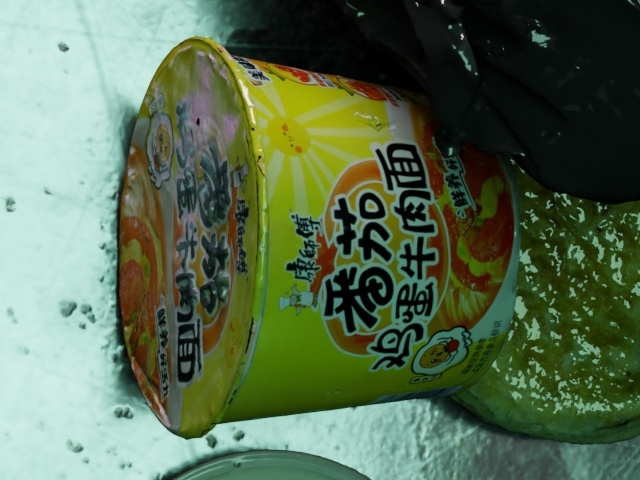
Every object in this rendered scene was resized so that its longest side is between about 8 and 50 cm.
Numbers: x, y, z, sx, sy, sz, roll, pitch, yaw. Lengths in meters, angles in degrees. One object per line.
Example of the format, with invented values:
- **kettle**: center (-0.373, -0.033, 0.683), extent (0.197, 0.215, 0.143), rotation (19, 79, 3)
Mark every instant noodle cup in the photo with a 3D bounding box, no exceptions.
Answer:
- **instant noodle cup**: center (0.000, 0.000, 1.234), extent (0.200, 0.264, 0.264), rotation (2, 86, -24)

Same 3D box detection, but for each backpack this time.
- **backpack**: center (0.140, -0.209, 1.225), extent (0.363, 0.255, 0.445), rotation (1, 47, -51)

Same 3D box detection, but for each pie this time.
- **pie**: center (0.188, 0.016, 1.376), extent (0.277, 0.078, 0.277), rotation (3, 80, -17)

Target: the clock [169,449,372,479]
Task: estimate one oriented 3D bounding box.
- **clock**: center (-0.036, 0.256, 1.250), extent (0.244, 0.056, 0.244), rotation (0, 65, 0)
